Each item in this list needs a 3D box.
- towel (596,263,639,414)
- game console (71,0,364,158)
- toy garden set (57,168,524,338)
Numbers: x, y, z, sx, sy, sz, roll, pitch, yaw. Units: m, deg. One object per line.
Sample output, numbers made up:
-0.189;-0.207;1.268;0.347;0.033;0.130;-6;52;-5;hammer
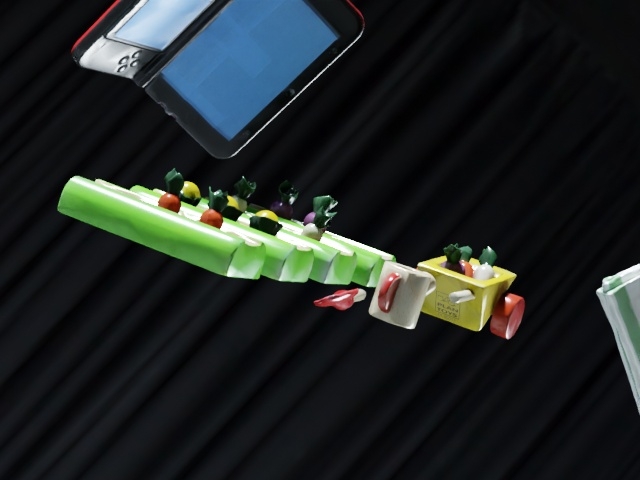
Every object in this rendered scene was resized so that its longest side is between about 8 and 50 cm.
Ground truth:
0.249;0.046;1.069;0.113;0.152;0.023;69;-13;-15;towel
-0.065;-0.131;1.136;0.085;0.144;0.124;53;18;18;game console
0.000;0.000;1.013;0.204;0.049;0.244;20;5;22;toy garden set
